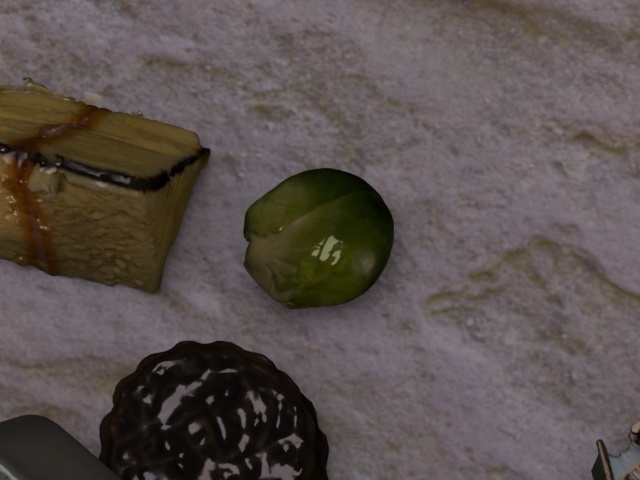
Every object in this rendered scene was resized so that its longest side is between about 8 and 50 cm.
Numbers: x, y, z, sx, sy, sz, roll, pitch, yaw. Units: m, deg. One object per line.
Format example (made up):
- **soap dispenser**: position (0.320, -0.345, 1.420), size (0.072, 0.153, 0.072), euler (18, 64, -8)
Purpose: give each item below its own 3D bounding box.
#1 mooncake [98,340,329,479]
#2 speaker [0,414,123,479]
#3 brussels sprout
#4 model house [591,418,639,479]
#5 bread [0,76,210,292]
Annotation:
- **mooncake**: position (-0.105, 0.209, 1.923), size (0.228, 0.124, 0.228), euler (-1, 71, 4)
- **speaker**: position (-0.194, 0.337, 1.769), size (0.406, 0.184, 0.183), euler (41, 105, 8)
- **brussels sprout**: position (0.002, 0.002, 1.983), size (0.155, 0.117, 0.155), euler (-10, 66, 23)
- **model house**: position (0.317, 0.317, 1.838), size (0.206, 0.178, 0.271), euler (-40, 78, -7)
- **bread**: position (-0.260, -0.087, 1.964), size (0.263, 0.236, 0.198), euler (13, 74, 8)
